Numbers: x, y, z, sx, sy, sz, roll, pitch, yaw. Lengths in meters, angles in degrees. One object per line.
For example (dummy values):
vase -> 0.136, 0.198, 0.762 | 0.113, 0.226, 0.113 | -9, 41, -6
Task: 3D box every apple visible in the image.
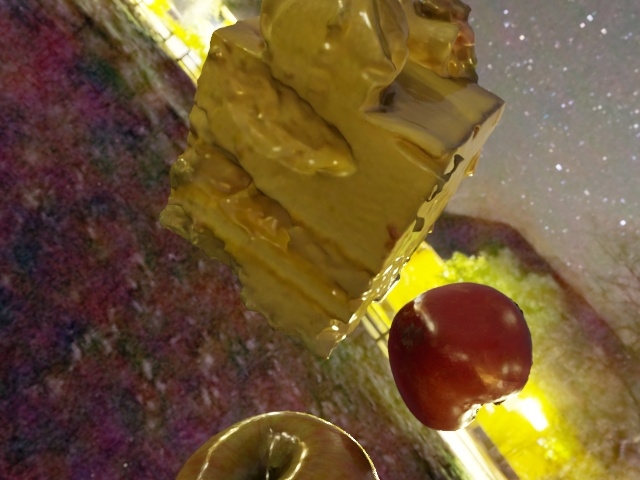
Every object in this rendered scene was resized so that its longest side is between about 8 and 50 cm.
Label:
apple -> -0.047, 0.342, 0.782 | 0.264, 0.264, 0.264 | 52, 4, -5

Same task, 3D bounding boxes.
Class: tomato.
tomato -> 0.175, 0.157, 0.980 | 0.139, 0.233, 0.200 | 21, 35, -35

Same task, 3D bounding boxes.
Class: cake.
cake -> 0.022, -0.092, 0.599 | 0.222, 0.286, 0.227 | 35, 33, 7

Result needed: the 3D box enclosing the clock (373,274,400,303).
clock -> 0.000, 0.000, 1.083 | 0.280, 0.055, 0.280 | 32, 10, -7
